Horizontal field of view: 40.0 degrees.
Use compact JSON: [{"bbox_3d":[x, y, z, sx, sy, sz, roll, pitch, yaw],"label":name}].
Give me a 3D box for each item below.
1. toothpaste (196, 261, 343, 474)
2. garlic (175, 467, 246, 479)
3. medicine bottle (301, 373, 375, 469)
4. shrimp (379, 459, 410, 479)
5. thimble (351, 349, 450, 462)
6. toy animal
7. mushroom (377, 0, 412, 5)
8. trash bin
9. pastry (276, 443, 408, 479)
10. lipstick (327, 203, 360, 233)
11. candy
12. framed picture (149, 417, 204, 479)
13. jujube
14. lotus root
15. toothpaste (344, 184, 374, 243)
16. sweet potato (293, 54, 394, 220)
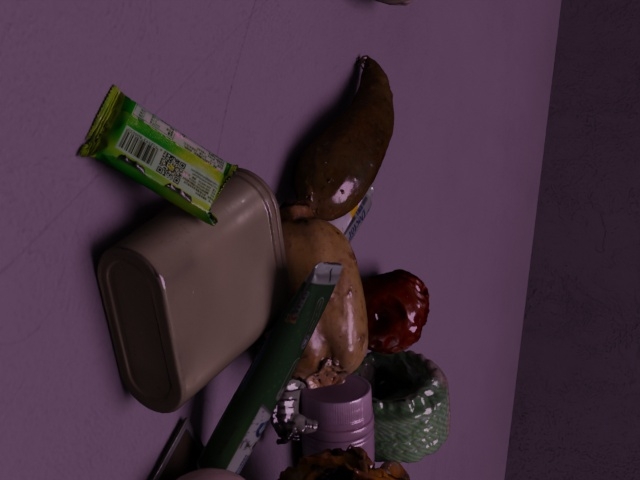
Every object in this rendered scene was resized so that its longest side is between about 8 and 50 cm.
[{"bbox_3d":[-0.079,0.197,1.206,0.392,0.061,0.099,-62,161,8],"label":"toothpaste"},{"bbox_3d":[-0.160,0.436,1.095,0.203,0.185,0.281,25,85,-25],"label":"garlic"},{"bbox_3d":[0.032,0.372,1.562,0.133,0.133,0.249,-33,126,-59],"label":"medicine bottle"},{"bbox_3d":[0.136,0.484,1.607,0.254,0.059,0.145,63,36,-61],"label":"shrimp"},{"bbox_3d":[0.142,0.312,1.691,0.219,0.219,0.150,-45,134,-53],"label":"thimble"},{"bbox_3d":[-0.056,0.207,1.410,0.176,0.074,0.216,-62,141,-34],"label":"toy animal"},{"bbox_3d":[0.093,-0.490,1.517,0.350,0.128,0.128,12,84,-61],"label":"mushroom"},{"bbox_3d":[-0.154,0.060,1.120,0.247,0.121,0.243,-42,132,-50],"label":"trash bin"},{"bbox_3d":[0.032,0.529,1.286,0.405,0.337,0.292,-57,-172,-10],"label":"pastry"},{"bbox_3d":[0.000,0.000,1.498,0.264,0.059,0.059,-58,145,-42],"label":"lipstick"},{"bbox_3d":[-0.183,-0.096,1.025,0.178,0.032,0.102,32,51,-24],"label":"candy"},{"bbox_3d":[-0.191,0.355,1.226,0.183,0.011,0.142,71,35,-43],"label":"framed picture"},{"bbox_3d":[0.144,0.133,1.734,0.230,0.155,0.155,-31,124,-67],"label":"jujube"},{"bbox_3d":[-0.015,0.077,1.314,0.160,0.146,0.284,-4,76,-32],"label":"lotus root"},{"bbox_3d":[0.044,-0.018,1.619,0.255,0.037,0.067,-57,144,-38],"label":"toothpaste"},{"bbox_3d":[0.057,-0.173,1.510,0.422,0.131,0.130,-64,148,-41],"label":"sweet potato"}]
